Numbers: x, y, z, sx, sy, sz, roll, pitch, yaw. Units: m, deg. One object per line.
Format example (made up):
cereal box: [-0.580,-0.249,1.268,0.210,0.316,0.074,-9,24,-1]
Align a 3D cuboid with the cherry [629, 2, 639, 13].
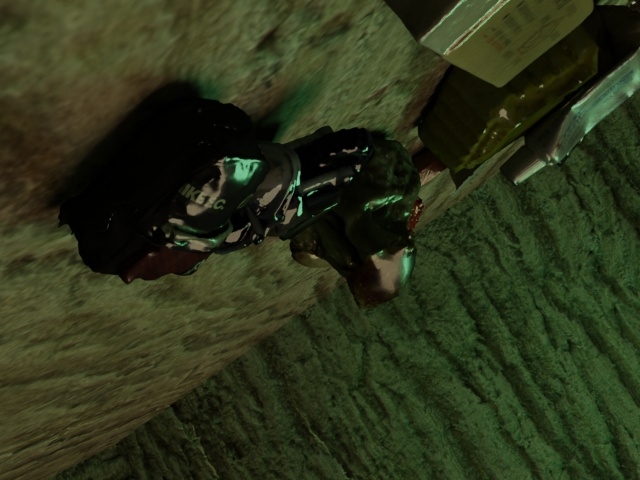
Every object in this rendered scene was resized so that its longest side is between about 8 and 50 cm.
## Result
cherry: [0.681,-0.438,0.944,0.239,0.206,0.239,-47,176,-4]

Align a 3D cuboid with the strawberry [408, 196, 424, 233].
strawberry: [0.117,-0.025,1.180,0.190,0.111,0.236,-17,175,33]

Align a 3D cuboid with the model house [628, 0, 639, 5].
model house: [0.369,-0.357,0.574,0.294,0.154,0.207,-38,132,-44]

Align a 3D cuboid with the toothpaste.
toothpaste: [0.408,-0.192,0.886,0.282,0.068,0.099,-40,176,18]

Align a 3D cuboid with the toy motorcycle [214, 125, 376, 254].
toy motorcycle: [-0.068,-0.043,0.599,0.270,0.106,0.159,-29,173,41]

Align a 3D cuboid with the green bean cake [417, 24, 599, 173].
green bean cake: [0.293,-0.226,0.888,0.236,0.124,0.233,-33,171,-15]

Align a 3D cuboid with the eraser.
eraser: [0.182,-0.242,0.563,0.144,0.078,0.343,-40,168,27]

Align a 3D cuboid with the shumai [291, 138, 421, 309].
shumai: [0.075,-0.022,0.865,0.261,0.222,0.225,-33,169,-42]

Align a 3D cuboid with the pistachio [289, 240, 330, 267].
pistachio: [0.000,0.000,1.031,0.113,0.113,0.149,-41,168,31]

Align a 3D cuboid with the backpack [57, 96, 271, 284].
backpack: [-0.116,-0.035,0.451,0.165,0.105,0.120,-37,167,29]

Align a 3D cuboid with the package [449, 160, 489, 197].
package: [0.350,-0.195,1.159,0.204,0.062,0.251,-55,-177,30]

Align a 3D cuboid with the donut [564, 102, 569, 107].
donut: [0.598,-0.385,1.247,0.253,0.118,0.253,-31,-175,3]

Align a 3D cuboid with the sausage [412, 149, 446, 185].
sausage: [0.221,-0.154,1.183,0.169,0.065,0.065,-36,171,6]

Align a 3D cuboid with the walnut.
walnut: [0.478,-0.319,0.978,0.178,0.178,0.230,-39,175,23]

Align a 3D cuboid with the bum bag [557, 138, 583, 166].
bum bag: [0.652,-0.323,1.420,0.095,0.144,0.340,11,-127,45]
